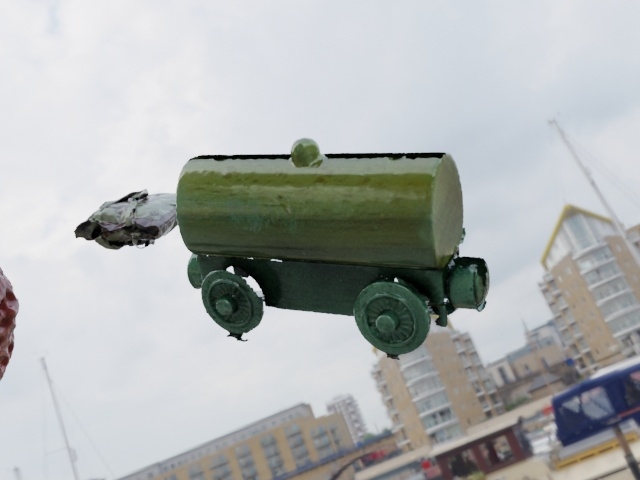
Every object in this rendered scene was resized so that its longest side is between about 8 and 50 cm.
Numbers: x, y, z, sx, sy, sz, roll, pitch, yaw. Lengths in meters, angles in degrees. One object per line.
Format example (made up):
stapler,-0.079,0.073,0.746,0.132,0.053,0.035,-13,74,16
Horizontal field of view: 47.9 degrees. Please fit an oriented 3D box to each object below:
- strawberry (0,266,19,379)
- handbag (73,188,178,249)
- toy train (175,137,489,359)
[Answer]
strawberry,-0.522,0.076,0.907,0.292,0.292,0.310,7,-59,-55
handbag,-0.397,-0.045,1.592,0.213,0.127,0.235,-5,18,16
toy train,0.004,-0.004,0.670,0.307,0.189,0.126,3,15,28
